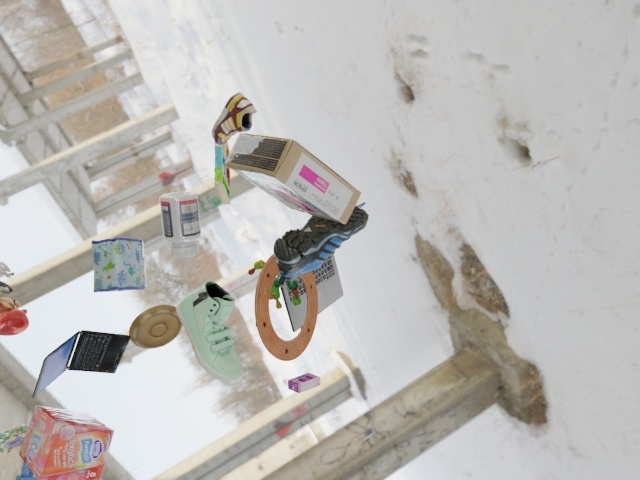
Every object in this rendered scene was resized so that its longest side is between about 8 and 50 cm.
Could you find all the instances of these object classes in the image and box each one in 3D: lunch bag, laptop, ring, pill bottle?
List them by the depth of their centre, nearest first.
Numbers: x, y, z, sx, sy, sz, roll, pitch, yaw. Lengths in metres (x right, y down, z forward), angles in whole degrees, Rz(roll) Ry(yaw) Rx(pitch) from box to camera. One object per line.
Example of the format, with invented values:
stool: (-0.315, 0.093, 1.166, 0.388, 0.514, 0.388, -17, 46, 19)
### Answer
lunch bag: (-0.481, 0.061, 1.247, 0.151, 0.097, 0.128, 7, -101, -72)
pill bottle: (-0.405, -0.047, 1.485, 0.108, 0.108, 0.179, -147, 53, -67)
ring: (-0.102, 0.192, 1.535, 0.032, 0.336, 0.336, -3, 125, 30)
laptop: (-0.830, 0.437, 1.780, 0.234, 0.265, 0.136, -56, 34, 32)
laptop: (0.036, 0.100, 2.012, 0.237, 0.382, 0.407, -5, 104, 36)

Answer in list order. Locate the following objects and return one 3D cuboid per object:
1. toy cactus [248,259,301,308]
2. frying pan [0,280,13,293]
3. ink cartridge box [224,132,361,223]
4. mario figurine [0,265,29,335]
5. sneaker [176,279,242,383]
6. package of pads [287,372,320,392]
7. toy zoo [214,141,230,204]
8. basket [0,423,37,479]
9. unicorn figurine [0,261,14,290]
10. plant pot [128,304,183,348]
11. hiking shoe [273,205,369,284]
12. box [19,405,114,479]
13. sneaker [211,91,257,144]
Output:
toy cactus: (-0.131, 0.114, 1.679, 0.219, 0.180, 0.112, 40, -173, 32)
frying pan: (-1.001, 0.079, 1.492, 0.326, 0.053, 0.197, -107, 32, -87)
ink cartridge box: (-0.059, -0.134, 1.110, 0.193, 0.088, 0.235, 20, 171, 47)
mario figurine: (-1.148, 0.200, 1.780, 0.320, 0.170, 0.198, 45, 145, -7)
sneaker: (-0.251, 0.223, 1.264, 0.255, 0.151, 0.094, 55, -148, 10)
package of pads: (-0.045, 0.393, 1.407, 0.050, 0.083, 0.031, 4, 97, 44)
toy zoo: (-0.382, -0.311, 1.989, 0.192, 0.030, 0.292, 90, 176, -70)
basket: (-0.954, 0.729, 1.696, 0.255, 0.289, 0.200, 24, 101, 65)
unicorn figurine: (-0.933, 0.088, 1.444, 0.111, 0.161, 0.060, 23, 152, -1)
plant pot: (-0.693, 0.378, 2.176, 0.032, 0.237, 0.236, 45, 161, 43)
hiking shoe: (0.000, 0.000, 1.389, 0.113, 0.304, 0.132, 46, 150, 32)
box: (-0.709, 0.562, 1.415, 0.154, 0.142, 0.300, 24, 160, -36)
sneaker: (-0.239, -0.317, 1.413, 0.084, 0.070, 0.185, 46, 136, 7)
